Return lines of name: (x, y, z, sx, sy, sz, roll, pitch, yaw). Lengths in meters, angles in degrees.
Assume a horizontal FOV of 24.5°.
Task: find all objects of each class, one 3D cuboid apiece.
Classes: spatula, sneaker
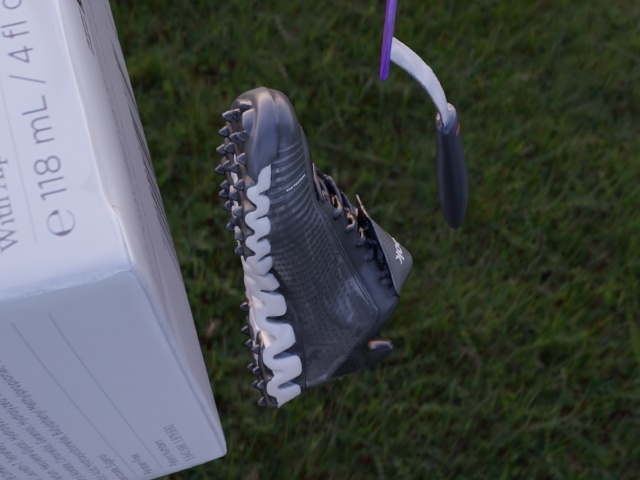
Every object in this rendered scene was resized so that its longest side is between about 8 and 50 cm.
spatula: (0.067, -0.092, 0.939, 0.030, 0.296, 0.084, -3, 57, 16)
sneaker: (0.000, 0.000, 0.864, 0.106, 0.234, 0.078, -12, 43, -7)

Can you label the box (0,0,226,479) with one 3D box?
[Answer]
box: (-0.114, -0.023, 0.438, 0.119, 0.182, 0.181, -16, 68, -3)
